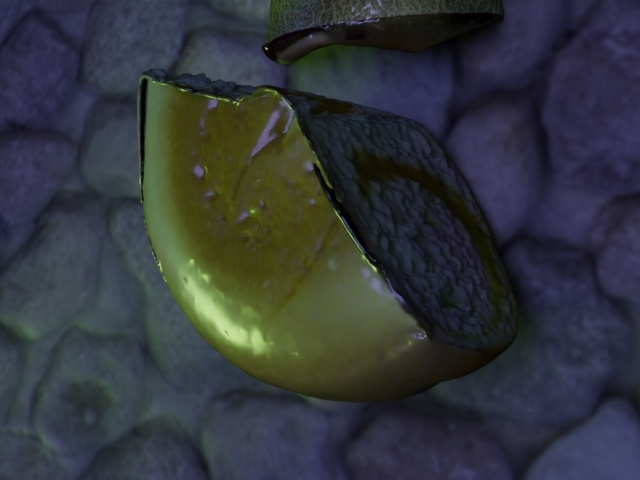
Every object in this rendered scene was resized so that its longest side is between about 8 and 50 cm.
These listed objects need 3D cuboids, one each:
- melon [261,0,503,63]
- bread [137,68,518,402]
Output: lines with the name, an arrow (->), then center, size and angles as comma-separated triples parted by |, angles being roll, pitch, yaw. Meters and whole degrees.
melon -> 0.024, -0.173, 0.695 | 0.160, 0.079, 0.128 | -5, 82, 29
bread -> -0.010, -0.005, 0.660 | 0.156, 0.158, 0.261 | -42, 66, 29
